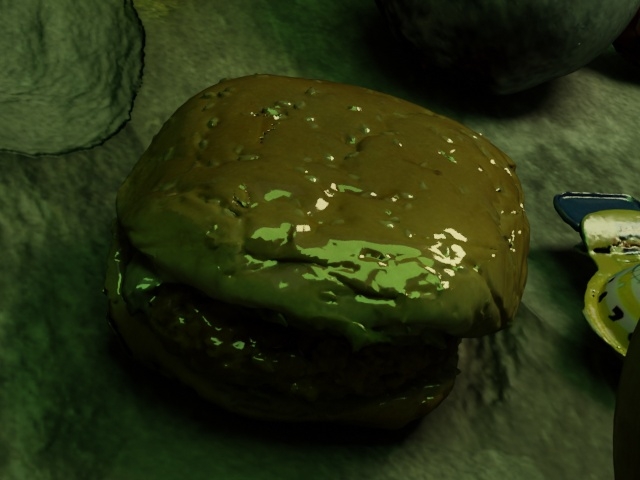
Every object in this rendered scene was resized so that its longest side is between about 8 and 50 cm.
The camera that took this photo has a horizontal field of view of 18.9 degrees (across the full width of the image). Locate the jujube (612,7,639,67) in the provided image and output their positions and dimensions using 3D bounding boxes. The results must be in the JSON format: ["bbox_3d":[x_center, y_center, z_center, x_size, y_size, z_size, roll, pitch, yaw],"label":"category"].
[{"bbox_3d":[0.334,-0.191,1.717,0.165,0.104,0.104,4,30,-19],"label":"jujube"}]

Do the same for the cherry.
[{"bbox_3d":[0.160,-0.256,1.624,0.255,0.218,0.296,6,51,-2],"label":"cherry"}]

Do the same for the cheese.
[{"bbox_3d":[0.234,0.036,1.299,0.156,0.064,0.250,0,33,-25],"label":"cheese"}]

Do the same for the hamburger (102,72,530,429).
[{"bbox_3d":[0.001,0.000,1.194,0.259,0.145,0.283,14,34,-4],"label":"hamburger"}]

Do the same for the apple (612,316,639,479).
[{"bbox_3d":[0.325,0.090,0.990,0.338,0.305,0.338,10,27,-5],"label":"apple"}]
